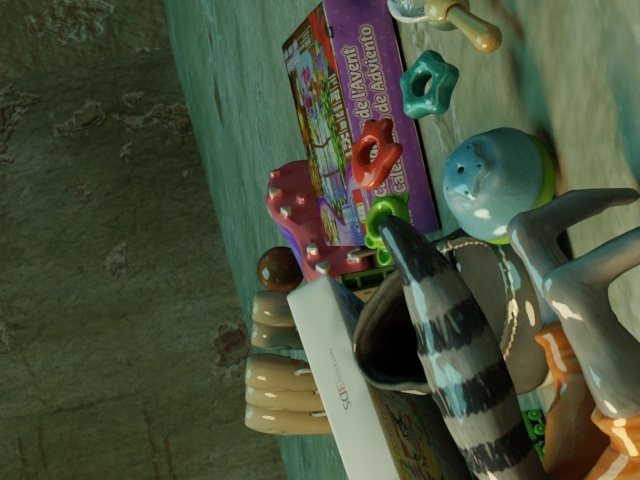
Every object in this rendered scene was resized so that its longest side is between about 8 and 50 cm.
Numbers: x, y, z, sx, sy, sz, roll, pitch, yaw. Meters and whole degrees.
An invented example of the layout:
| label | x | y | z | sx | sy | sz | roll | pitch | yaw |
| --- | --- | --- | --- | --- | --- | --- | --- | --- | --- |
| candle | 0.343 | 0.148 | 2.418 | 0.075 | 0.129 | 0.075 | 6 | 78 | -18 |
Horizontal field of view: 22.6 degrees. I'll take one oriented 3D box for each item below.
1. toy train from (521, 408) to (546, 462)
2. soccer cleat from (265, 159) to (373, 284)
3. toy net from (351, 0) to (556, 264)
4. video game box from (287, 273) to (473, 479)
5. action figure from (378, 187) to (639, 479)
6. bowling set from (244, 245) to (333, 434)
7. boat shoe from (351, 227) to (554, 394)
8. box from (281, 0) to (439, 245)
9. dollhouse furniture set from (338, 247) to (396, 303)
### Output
| label | x | y | z | sx | sy | sz | roll | pitch | yaw |
| --- | --- | --- | --- | --- | --- | --- | --- | --- | --- |
| toy train | 0.145 | 0.145 | 1.055 | 0.017 | 0.024 | 0.083 | 85 | 170 | -47 |
| soccer cleat | 0.000 | 0.000 | 1.709 | 0.248 | 0.083 | 0.095 | -117 | 12 | -54 |
| toy net | 0.072 | -0.102 | 0.970 | 0.122 | 0.045 | 0.232 | -24 | 60 | 42 |
| video game box | 0.060 | 0.149 | 1.296 | 0.187 | 0.048 | 0.205 | 42 | -157 | -55 |
| action figure | 0.112 | 0.143 | 0.757 | 0.341 | 0.179 | 0.330 | -152 | 59 | -78 |
| bowling set | 0.001 | 0.102 | 1.755 | 0.287 | 0.154 | 0.199 | 101 | 174 | -75 |
| boat shoe | 0.086 | 0.059 | 1.076 | 0.335 | 0.096 | 0.112 | 114 | 142 | -78 |
| box | 0.028 | -0.097 | 1.397 | 0.293 | 0.057 | 0.200 | 175 | 82 | -82 |
| dollhouse furniture set | 0.057 | 0.044 | 1.415 | 0.152 | 0.059 | 0.076 | -153 | 51 | -81 |
